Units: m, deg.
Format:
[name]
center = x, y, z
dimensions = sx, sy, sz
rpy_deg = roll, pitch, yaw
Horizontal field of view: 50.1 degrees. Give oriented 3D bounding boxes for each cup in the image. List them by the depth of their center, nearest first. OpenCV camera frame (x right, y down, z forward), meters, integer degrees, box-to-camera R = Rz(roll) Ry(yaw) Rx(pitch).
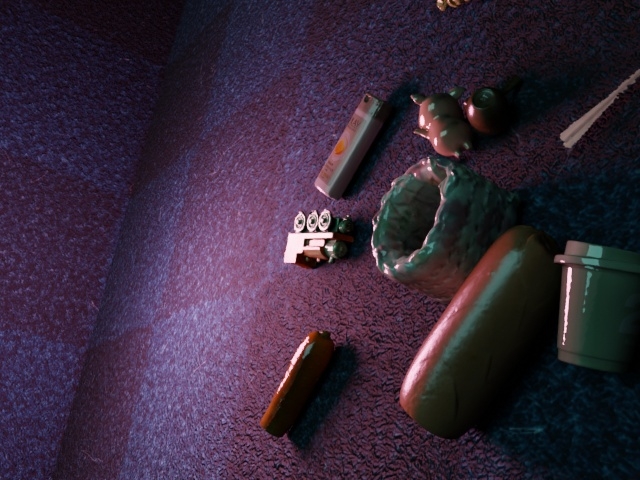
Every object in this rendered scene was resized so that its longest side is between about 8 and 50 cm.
[cup]
center = 0.322, 0.077, 0.791
dimensions = 0.120, 0.120, 0.141
rpy_deg = 12, 89, 60

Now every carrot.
[carrot]
center = -0.040, 0.267, 1.293
dimensions = 0.225, 0.067, 0.067
rpy_deg = -62, 30, 12

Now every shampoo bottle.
[shampoo bottle]
center = 0.068, -0.198, 1.440
dimensions = 0.227, 0.056, 0.086
rpy_deg = -59, 32, 14

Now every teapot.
[teapot]
center = 0.277, -0.231, 1.107
dimensions = 0.085, 0.080, 0.110
rpy_deg = 35, 88, 31

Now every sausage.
[sausage]
center = 0.219, 0.120, 0.913
dimensions = 0.304, 0.121, 0.121
rpy_deg = -61, 30, 13

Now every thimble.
[thimble]
center = 0.189, -0.019, 1.033
dimensions = 0.211, 0.149, 0.185
rpy_deg = -50, 32, 27

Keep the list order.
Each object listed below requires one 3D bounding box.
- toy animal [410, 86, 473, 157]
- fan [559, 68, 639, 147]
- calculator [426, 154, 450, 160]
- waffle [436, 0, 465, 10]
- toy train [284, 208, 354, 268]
[toy animal]
center = 0.218, -0.201, 1.176
dimensions = 0.089, 0.084, 0.150
rpy_deg = 113, 143, -51
[fan]
center = 0.473, -0.267, 0.873
dimensions = 0.415, 0.012, 0.233
rpy_deg = -43, 36, 31
[calculator]
center = 0.185, -0.083, 1.211
dimensions = 0.094, 0.019, 0.141
rpy_deg = 32, 99, 61
[waffle]
center = 0.304, -0.549, 1.298
dimensions = 0.223, 0.054, 0.203
rpy_deg = -21, 53, 54
[toy train]
center = 0.000, 0.000, 1.410
dimensions = 0.176, 0.074, 0.118
rpy_deg = 2, 81, 54
